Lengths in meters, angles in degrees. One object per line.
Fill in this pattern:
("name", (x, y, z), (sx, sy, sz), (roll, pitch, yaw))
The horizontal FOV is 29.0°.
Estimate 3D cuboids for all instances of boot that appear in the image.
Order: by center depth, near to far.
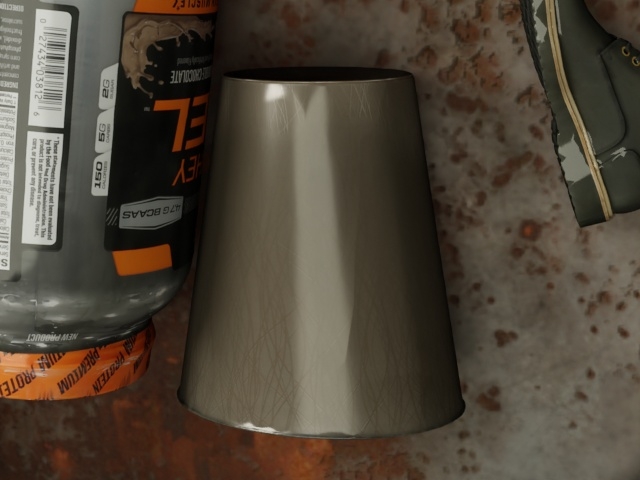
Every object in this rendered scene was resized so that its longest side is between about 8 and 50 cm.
("boot", (0.211, -0.117, 0.809), (0.137, 0.077, 0.198), (-15, 116, 10))

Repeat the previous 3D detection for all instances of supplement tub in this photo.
("supplement tub", (-0.176, -0.083, 0.803), (0.207, 0.207, 0.338), (9, 104, 8))

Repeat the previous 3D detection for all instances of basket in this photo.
("basket", (0.000, 0.000, 0.837), (0.204, 0.154, 0.226), (5, 103, 18))
